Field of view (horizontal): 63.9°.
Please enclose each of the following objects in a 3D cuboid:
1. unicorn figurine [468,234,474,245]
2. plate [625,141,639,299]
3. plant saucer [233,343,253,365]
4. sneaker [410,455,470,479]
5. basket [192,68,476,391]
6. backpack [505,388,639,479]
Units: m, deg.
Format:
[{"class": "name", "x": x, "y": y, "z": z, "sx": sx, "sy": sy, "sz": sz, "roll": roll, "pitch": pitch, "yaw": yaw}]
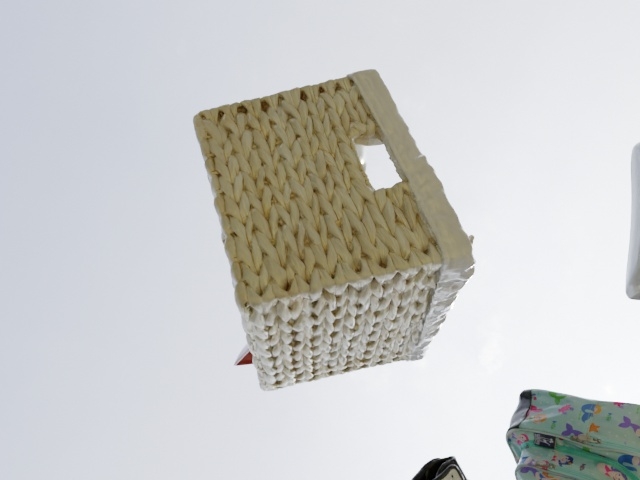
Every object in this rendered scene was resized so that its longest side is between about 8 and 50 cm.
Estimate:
[{"class": "unicorn figurine", "x": 0.228, "y": 0.044, "z": 0.876, "sx": 0.060, "sy": 0.162, "sz": 0.111, "roll": 8, "pitch": -100, "yaw": 28}, {"class": "plate", "x": 0.571, "y": -0.053, "z": 0.699, "sx": 0.045, "sy": 0.278, "sz": 0.277, "roll": 34, "pitch": -117, "yaw": -39}, {"class": "plant saucer", "x": -0.079, "y": 0.270, "z": 1.367, "sx": 0.259, "sy": 0.258, "sz": 0.047, "roll": 0, "pitch": -116, "yaw": -24}, {"class": "sneaker", "x": 0.375, "y": 0.620, "z": 1.147, "sx": 0.448, "sy": 0.169, "sz": 0.257, "roll": 1, "pitch": -103, "yaw": -10}, {"class": "basket", "x": 0.000, "y": 0.000, "z": 0.725, "sx": 0.267, "sy": 0.331, "sz": 0.328, "roll": -13, "pitch": -121, "yaw": -10}, {"class": "backpack", "x": 0.431, "y": 0.352, "z": 0.780, "sx": 0.191, "sy": 0.254, "sz": 0.225, "roll": -51, "pitch": -57, "yaw": -46}]
